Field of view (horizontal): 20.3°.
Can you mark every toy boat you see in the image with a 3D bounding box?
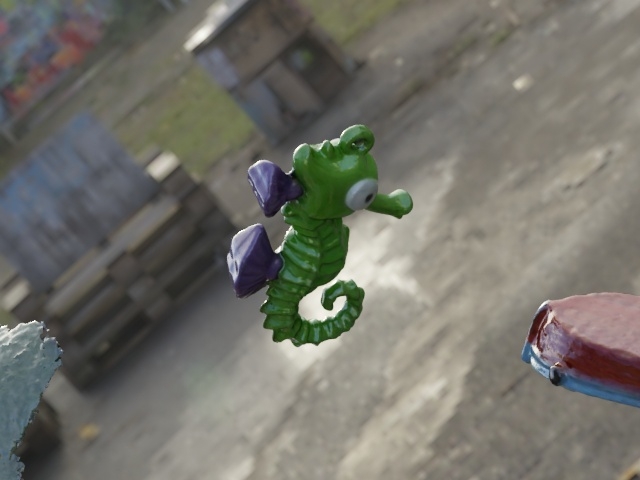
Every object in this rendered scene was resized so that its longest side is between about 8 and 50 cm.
[{"bbox_3d":[0.184,0.073,0.989,0.173,0.058,0.069,15,37,36],"label":"toy boat"}]

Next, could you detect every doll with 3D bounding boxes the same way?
[{"bbox_3d":[0.000,0.000,1.136,0.050,0.115,0.190,-111,27,-42],"label":"doll"}]

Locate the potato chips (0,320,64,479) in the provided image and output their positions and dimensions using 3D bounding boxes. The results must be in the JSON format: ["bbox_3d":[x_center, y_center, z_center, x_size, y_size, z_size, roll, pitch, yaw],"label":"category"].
[{"bbox_3d":[-0.235,0.141,0.962,0.059,0.167,0.228,95,-174,-70],"label":"potato chips"}]
